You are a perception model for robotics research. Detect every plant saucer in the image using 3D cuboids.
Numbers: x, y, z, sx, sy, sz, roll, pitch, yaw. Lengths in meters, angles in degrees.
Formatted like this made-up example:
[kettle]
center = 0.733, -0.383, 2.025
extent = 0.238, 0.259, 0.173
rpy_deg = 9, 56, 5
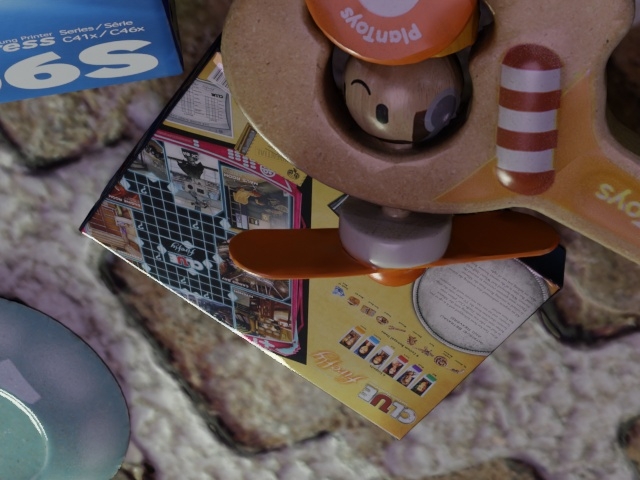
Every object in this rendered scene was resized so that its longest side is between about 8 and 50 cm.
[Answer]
[plant saucer]
center = -0.229, 0.124, 1.126
extent = 0.195, 0.037, 0.195
rpy_deg = 6, 125, 8

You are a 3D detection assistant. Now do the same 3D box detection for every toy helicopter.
[toy helicopter]
center = 0.108, -0.035, 0.853
extent = 0.355, 0.140, 0.235
rpy_deg = 30, 120, -6

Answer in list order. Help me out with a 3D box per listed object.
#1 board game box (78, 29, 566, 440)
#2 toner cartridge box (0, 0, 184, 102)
[board game box]
center = 0.000, 0.000, 0.982
extent = 0.243, 0.042, 0.165
rpy_deg = 34, 125, -12
[toner cartridge box]
center = -0.251, -0.116, 0.829
extent = 0.348, 0.075, 0.165
rpy_deg = -9, 165, -1
